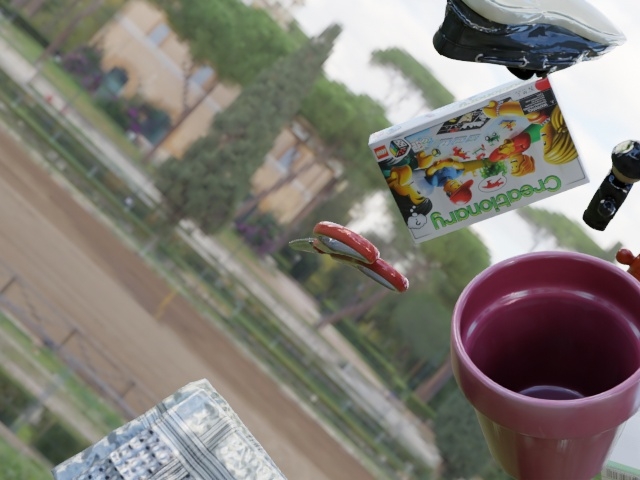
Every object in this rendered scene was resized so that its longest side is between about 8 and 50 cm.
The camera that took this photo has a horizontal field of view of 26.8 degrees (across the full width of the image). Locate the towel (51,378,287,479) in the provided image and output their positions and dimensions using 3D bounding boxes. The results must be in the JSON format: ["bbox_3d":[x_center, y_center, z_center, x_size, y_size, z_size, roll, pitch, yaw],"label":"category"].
[{"bbox_3d":[-0.215,0.332,1.723,0.324,0.312,0.056,39,-20,52],"label":"towel"}]

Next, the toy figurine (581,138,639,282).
[{"bbox_3d":[0.466,-0.025,1.735,0.148,0.209,0.213,110,-28,-50],"label":"toy figurine"}]

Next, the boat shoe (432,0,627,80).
[{"bbox_3d":[0.262,-0.256,1.696,0.340,0.113,0.127,-7,48,-51],"label":"boat shoe"}]

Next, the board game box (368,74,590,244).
[{"bbox_3d":[0.254,-0.132,2.149,0.193,0.305,0.053,63,18,-21],"label":"board game box"}]

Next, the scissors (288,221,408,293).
[{"bbox_3d":[0.000,0.000,1.479,0.109,0.021,0.297,38,-8,-28],"label":"scissors"}]

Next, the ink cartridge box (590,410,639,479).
[{"bbox_3d":[0.426,0.238,1.914,0.171,0.235,0.056,14,-41,27],"label":"ink cartridge box"}]

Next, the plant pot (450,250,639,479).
[{"bbox_3d":[0.228,0.141,1.324,0.201,0.201,0.180,41,-29,37],"label":"plant pot"}]
